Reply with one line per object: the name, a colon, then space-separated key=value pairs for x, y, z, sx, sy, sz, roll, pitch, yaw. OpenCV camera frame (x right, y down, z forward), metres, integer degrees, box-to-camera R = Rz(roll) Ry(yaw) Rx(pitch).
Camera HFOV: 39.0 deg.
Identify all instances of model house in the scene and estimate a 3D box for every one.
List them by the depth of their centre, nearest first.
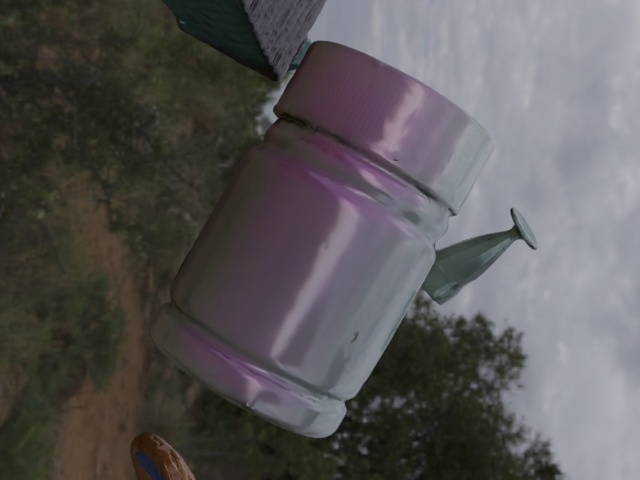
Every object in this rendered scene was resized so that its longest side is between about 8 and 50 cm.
model house: x=-0.083 y=-0.384 z=1.229 sx=0.230 sy=0.249 sz=0.280 roll=4 pitch=-121 yaw=51

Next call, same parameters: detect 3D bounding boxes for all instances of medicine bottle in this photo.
medicine bottle: x=0.000 y=0.000 z=0.870 sx=0.325 sy=0.212 sz=0.212 roll=-61 pitch=-175 yaw=1

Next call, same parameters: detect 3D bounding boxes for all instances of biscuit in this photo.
biscuit: x=-0.165 y=0.368 z=1.055 sx=0.049 sy=0.205 sz=0.324 roll=-39 pitch=160 yaw=-38

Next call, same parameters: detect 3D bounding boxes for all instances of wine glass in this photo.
wine glass: x=0.206 y=0.022 z=1.198 sx=0.073 sy=0.155 sz=0.073 roll=48 pitch=24 yaw=-30
